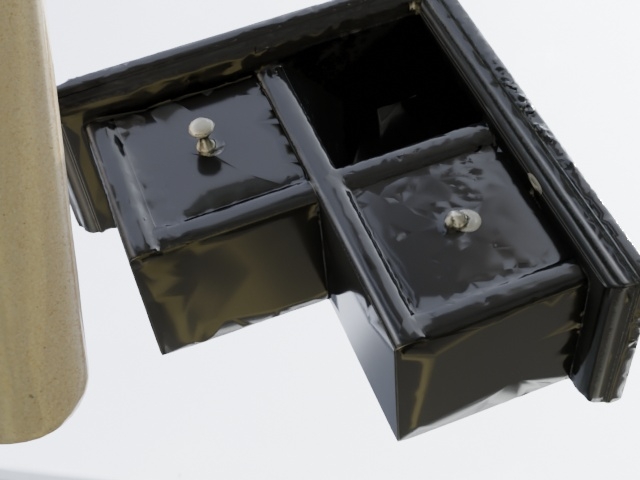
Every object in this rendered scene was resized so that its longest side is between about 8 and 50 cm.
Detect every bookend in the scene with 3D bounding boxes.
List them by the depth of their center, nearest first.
[{"bbox_3d":[0.000,0.000,0.381,0.157,0.156,0.072,-18,-37,-9],"label":"bookend"}]

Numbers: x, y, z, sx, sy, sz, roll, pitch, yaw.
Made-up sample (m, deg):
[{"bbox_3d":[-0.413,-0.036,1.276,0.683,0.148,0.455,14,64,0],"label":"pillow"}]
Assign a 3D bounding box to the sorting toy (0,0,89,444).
[{"bbox_3d":[-0.173,-0.038,0.319,0.208,0.038,0.193,0,-78,20],"label":"sorting toy"}]
